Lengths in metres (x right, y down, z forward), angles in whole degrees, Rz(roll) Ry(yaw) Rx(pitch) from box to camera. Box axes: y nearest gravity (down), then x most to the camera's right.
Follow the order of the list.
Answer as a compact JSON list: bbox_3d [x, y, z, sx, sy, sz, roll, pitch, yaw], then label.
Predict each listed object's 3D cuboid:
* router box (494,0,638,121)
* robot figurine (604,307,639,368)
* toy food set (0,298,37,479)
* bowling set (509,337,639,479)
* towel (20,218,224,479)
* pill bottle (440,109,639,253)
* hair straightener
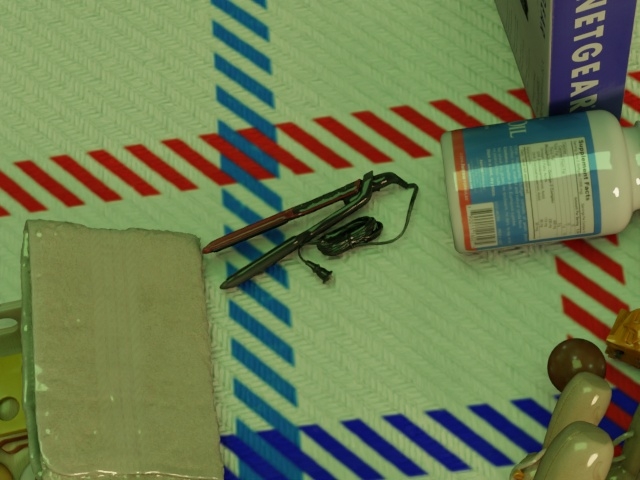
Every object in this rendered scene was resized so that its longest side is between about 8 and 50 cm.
[{"bbox_3d":[0.212,-0.299,1.327,0.082,0.335,0.301,-16,66,2],"label":"router box"},{"bbox_3d":[0.425,0.092,1.271,0.291,0.085,0.211,22,74,18],"label":"robot figurine"},{"bbox_3d":[-0.320,0.211,1.342,0.219,0.092,0.306,-13,67,4],"label":"toy food set"},{"bbox_3d":[0.257,0.198,1.226,0.154,0.287,0.200,-67,28,22],"label":"bowling set"},{"bbox_3d":[-0.194,0.114,1.344,0.187,0.049,0.282,5,62,-25],"label":"towel"},{"bbox_3d":[0.233,-0.061,1.343,0.221,0.124,0.124,-7,67,5],"label":"pill bottle"},{"bbox_3d":[0.000,0.000,1.410,0.230,0.047,0.089,-24,87,-7],"label":"hair straightener"}]
